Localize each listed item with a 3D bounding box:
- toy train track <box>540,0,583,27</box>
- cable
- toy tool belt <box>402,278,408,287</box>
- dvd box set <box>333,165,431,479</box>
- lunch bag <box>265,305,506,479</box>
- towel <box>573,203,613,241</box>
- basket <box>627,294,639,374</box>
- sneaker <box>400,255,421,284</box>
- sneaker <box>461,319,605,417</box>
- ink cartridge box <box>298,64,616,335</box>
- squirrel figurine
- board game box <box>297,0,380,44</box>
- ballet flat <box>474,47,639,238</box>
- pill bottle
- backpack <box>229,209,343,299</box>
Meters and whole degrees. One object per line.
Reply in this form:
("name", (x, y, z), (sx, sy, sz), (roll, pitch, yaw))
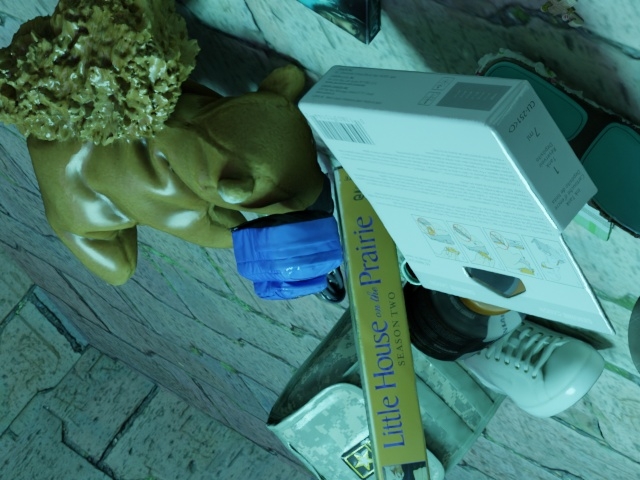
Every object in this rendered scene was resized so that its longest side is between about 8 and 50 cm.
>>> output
("toy train track", (0.191, -0.209, 1.493), (0.083, 0.014, 0.048), (41, 164, -9))
("cable", (0.000, 0.000, 2.168), (0.047, 0.184, 0.150), (-9, 154, 1))
("toy tool belt", (0.137, 0.065, 2.325), (0.051, 0.052, 0.083), (6, 167, -3))
("dvd box set", (0.073, 0.135, 2.024), (0.062, 0.420, 0.307), (-8, 173, 0))
("lunch bag", (0.091, 0.234, 2.445), (0.235, 0.287, 0.169), (45, 163, -20))
("towel", (0.256, -0.060, 1.764), (0.113, 0.023, 0.152), (36, 166, 15))
("basket", (0.407, 0.101, 1.651), (0.204, 0.154, 0.227), (61, 162, -15))
("sneaker", (0.113, -0.024, 1.925), (0.094, 0.151, 0.256), (40, 165, -13))
("sneaker", (0.243, 0.146, 2.195), (0.123, 0.106, 0.290), (40, 165, -17))
("ink cartridge box", (0.143, -0.045, 1.659), (0.296, 0.066, 0.261), (13, 145, 54))
("squirrel figurine", (-0.192, -0.137, 2.077), (0.370, 0.281, 0.397), (8, 150, 49))
("board game box", (0.003, -0.273, 1.700), (0.126, 0.026, 0.186), (34, 164, 14))
("ballet flat", (0.244, -0.095, 1.613), (0.241, 0.091, 0.077), (42, -166, -1))
("pill bottle", (0.177, 0.063, 2.064), (0.130, 0.130, 0.245), (38, 165, 1))
("backpack", (-0.028, 0.015, 1.979), (0.120, 0.098, 0.101), (-15, 90, 57))
